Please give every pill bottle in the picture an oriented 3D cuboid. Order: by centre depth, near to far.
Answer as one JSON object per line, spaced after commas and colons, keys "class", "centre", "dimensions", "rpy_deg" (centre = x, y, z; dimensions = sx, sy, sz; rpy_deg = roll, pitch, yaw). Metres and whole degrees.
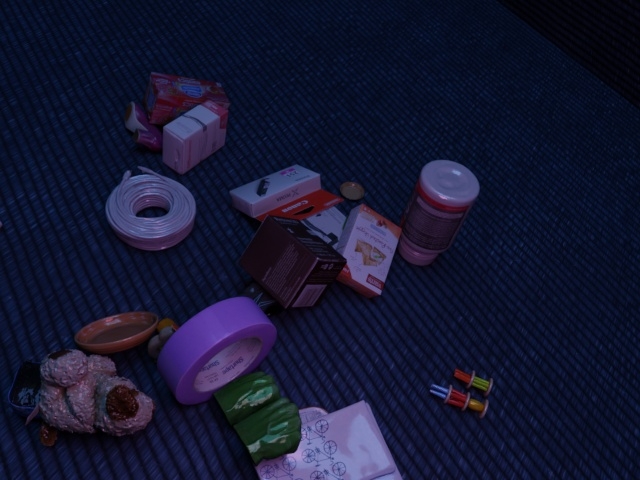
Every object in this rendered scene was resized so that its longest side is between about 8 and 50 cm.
{"class": "pill bottle", "centre": [0.338, -0.071, 1.818], "dimensions": [0.176, 0.318, 0.176], "rpy_deg": [7, 48, -8]}

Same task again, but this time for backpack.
{"class": "backpack", "centre": [-0.642, 0.343, 1.373], "dimensions": [0.105, 0.084, 0.114], "rpy_deg": [10, 44, -6]}

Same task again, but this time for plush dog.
{"class": "plush dog", "centre": [-0.479, 0.360, 1.323], "dimensions": [0.226, 0.262, 0.210], "rpy_deg": [11, 74, 4]}

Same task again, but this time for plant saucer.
{"class": "plant saucer", "centre": [-0.495, 0.227, 1.484], "dimensions": [0.200, 0.037, 0.200], "rpy_deg": [-8, 15, 2]}
{"class": "plant saucer", "centre": [0.106, -0.164, 2.047], "dimensions": [0.084, 0.015, 0.083], "rpy_deg": [7, 49, -8]}

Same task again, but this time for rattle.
{"class": "rattle", "centre": [-0.349, 0.210, 1.483], "dimensions": [0.130, 0.199, 0.142], "rpy_deg": [14, 48, -1]}

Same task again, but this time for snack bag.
{"class": "snack bag", "centre": [0.039, 0.564, 1.353], "dimensions": [0.323, 0.037, 0.342], "rpy_deg": [-14, 62, -24]}

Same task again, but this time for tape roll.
{"class": "tape roll", "centre": [-0.238, 0.259, 1.417], "dimensions": [0.275, 0.274, 0.090], "rpy_deg": [-26, 61, -31]}

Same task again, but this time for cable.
{"class": "cable", "centre": [-0.498, -0.085, 1.783], "dimensions": [0.257, 0.089, 0.257], "rpy_deg": [22, 49, 4]}

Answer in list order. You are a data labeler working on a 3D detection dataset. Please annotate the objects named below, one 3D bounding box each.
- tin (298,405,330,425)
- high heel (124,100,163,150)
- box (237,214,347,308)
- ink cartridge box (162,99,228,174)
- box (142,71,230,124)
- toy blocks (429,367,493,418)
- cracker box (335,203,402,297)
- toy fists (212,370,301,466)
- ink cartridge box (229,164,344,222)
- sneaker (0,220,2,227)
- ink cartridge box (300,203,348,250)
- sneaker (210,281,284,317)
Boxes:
{"class": "tin", "centre": [-0.055, 0.457, 1.452], "dimensions": [0.190, 0.040, 0.106], "rpy_deg": [-8, 48, -19]}
{"class": "high heel", "centre": [-0.586, -0.386, 2.050], "dimensions": [0.117, 0.082, 0.244], "rpy_deg": [16, 26, -39]}
{"class": "box", "centre": [-0.075, 0.059, 1.649], "dimensions": [0.203, 0.167, 0.168], "rpy_deg": [40, 16, 25]}
{"class": "ink cartridge box", "centre": [-0.409, -0.338, 1.977], "dimensions": [0.092, 0.158, 0.218], "rpy_deg": [32, 50, 13]}
{"class": "box", "centre": [-0.457, -0.469, 2.062], "dimensions": [0.257, 0.128, 0.122], "rpy_deg": [0, 49, -35]}
{"class": "toy blocks", "centre": [0.371, 0.388, 1.602], "dimensions": [0.148, 0.054, 0.123], "rpy_deg": [22, 49, 6]}
{"class": "cracker box", "centre": [0.132, 0.031, 1.772], "dimensions": [0.156, 0.067, 0.232], "rpy_deg": [31, 64, -19]}
{"class": "toy fists", "centre": [-0.135, 0.398, 1.386], "dimensions": [0.142, 0.096, 0.279], "rpy_deg": [-28, 27, -18]}
{"class": "ink cartridge box", "centre": [-0.105, -0.140, 1.891], "dimensions": [0.275, 0.060, 0.239], "rpy_deg": [-26, 36, -31]}
{"class": "sneaker", "centre": [-0.940, -0.092, 1.699], "dimensions": [0.152, 0.058, 0.084], "rpy_deg": [20, 56, 13]}
{"class": "ink cartridge box", "centre": [0.000, 0.000, 1.828], "dimensions": [0.208, 0.086, 0.153], "rpy_deg": [-31, 63, -34]}
{"class": "sneaker", "centre": [-0.212, 0.199, 1.596], "dimensions": [0.267, 0.101, 0.106], "rpy_deg": [-31, 65, -33]}
